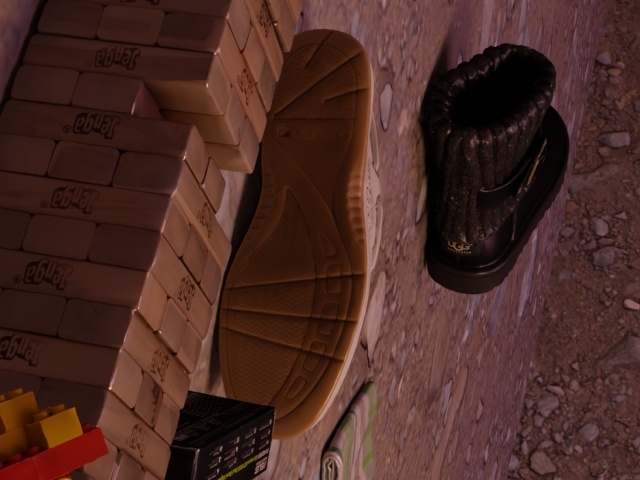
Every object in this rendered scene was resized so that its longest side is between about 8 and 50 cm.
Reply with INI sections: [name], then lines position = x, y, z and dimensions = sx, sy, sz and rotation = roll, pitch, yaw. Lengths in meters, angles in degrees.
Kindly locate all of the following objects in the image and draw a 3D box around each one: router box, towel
[router box]
position = -0.086, 0.105, 0.683
dimensions = 0.122, 0.092, 0.038
rotation = -9, 108, -73
[towel]
position = 0.031, 0.219, 1.304
dimensions = 0.152, 0.023, 0.113
rotation = -51, 148, -61

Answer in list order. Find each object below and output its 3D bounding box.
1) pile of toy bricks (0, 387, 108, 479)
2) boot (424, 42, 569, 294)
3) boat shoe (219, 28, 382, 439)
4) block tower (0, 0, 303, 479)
[pile of toy bricks]
position = -0.172, 0.065, 0.376
dimensions = 0.212, 0.118, 0.105
rotation = -19, 90, -55
[boot]
position = 0.215, -0.134, 1.543
dimensions = 0.348, 0.131, 0.260
rotation = -65, 158, -43
[boat shoe]
position = 0.000, 0.000, 0.916
dimensions = 0.096, 0.098, 0.277
rotation = 33, 66, -72
[block tower]
position = -0.086, -0.038, 0.600
dimensions = 0.091, 0.097, 0.335
rotation = 65, 36, -64
